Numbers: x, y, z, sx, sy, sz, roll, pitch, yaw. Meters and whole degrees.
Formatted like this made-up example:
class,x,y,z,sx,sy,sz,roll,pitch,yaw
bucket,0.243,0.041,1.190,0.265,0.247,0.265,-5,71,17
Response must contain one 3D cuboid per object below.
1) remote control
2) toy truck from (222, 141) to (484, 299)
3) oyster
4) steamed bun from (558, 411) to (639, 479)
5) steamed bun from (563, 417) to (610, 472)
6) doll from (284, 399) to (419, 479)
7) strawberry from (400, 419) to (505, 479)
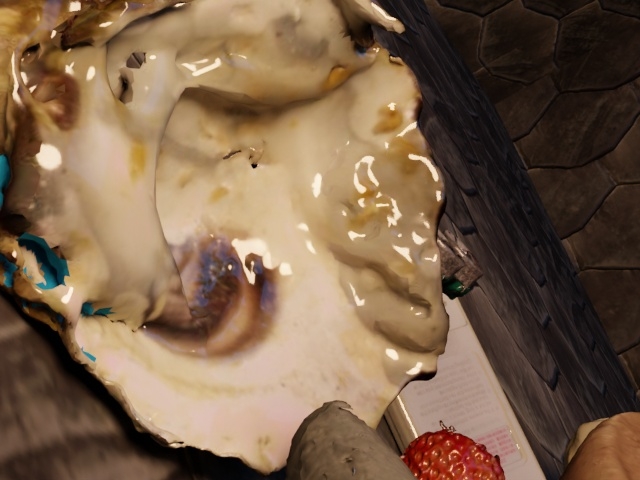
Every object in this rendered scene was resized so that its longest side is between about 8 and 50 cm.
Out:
class,x,y,z,sx,sy,sz,roll,pitch,yaw
remote control,0.084,0.112,0.802,0.087,0.029,0.190,-16,72,-30
toy truck,0.000,0.000,0.675,0.116,0.110,0.216,53,11,24
oyster,-0.039,-0.009,0.491,0.083,0.214,0.223,7,-72,57
steamed bun,0.165,0.230,0.480,0.199,0.251,0.301,21,17,-44
steamed bun,0.313,0.278,1.017,0.275,0.206,0.320,64,18,5
doll,0.034,0.216,0.362,0.340,0.158,0.246,54,-25,39
strawberry,0.073,0.155,0.711,0.073,0.073,0.083,56,48,-19
